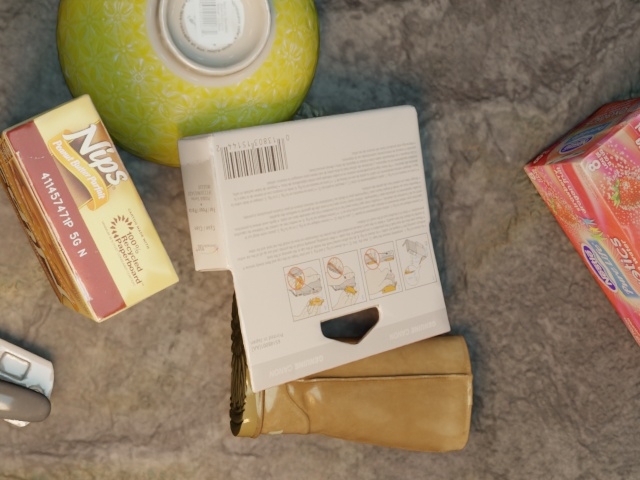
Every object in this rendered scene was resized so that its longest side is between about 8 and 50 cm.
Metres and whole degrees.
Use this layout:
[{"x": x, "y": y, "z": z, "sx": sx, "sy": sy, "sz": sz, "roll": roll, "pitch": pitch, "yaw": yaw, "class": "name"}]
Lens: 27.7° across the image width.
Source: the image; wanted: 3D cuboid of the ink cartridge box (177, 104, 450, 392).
[{"x": 0.000, "y": 0.000, "z": 1.381, "sx": 0.296, "sy": 0.066, "sz": 0.261, "roll": -12, "pitch": 96, "yaw": -41, "class": "ink cartridge box"}]

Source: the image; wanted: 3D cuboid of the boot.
[{"x": 0.037, "y": 0.115, "z": 1.450, "sx": 0.269, "sy": 0.089, "sz": 0.236, "roll": 4, "pitch": 91, "yaw": -19, "class": "boot"}]

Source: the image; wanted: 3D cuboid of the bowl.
[{"x": -0.124, "y": -0.223, "z": 1.360, "sx": 0.289, "sy": 0.156, "sz": 0.289, "roll": 0, "pitch": 90, "yaw": -16, "class": "bowl"}]

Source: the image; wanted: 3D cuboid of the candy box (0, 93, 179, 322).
[{"x": -0.236, "y": -0.028, "z": 1.244, "sx": 0.087, "sy": 0.316, "sz": 0.183, "roll": -26, "pitch": 97, "yaw": -16, "class": "candy box"}]

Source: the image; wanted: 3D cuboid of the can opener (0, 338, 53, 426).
[{"x": -0.401, "y": 0.107, "z": 1.313, "sx": 0.283, "sy": 0.095, "sz": 0.076, "roll": 27, "pitch": 82, "yaw": -15, "class": "can opener"}]

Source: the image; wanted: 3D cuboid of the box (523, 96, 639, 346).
[{"x": 0.394, "y": -0.008, "z": 1.512, "sx": 0.142, "sy": 0.154, "sz": 0.300, "roll": -37, "pitch": 101, "yaw": -12, "class": "box"}]
